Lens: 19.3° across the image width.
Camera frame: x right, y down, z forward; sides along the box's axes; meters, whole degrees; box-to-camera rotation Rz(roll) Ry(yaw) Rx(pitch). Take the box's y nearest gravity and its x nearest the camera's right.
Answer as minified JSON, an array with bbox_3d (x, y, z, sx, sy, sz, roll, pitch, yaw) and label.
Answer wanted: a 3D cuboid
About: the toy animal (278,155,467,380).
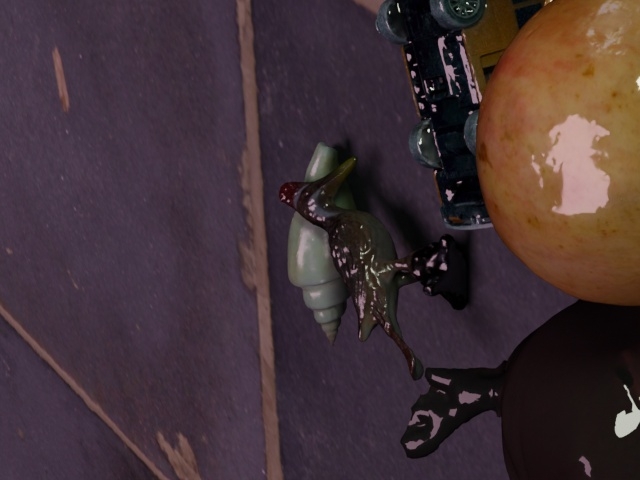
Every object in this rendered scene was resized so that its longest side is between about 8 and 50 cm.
[{"bbox_3d":[0.036,0.011,1.445,0.202,0.105,0.070,42,-179,28],"label":"toy animal"}]

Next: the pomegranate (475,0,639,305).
[{"bbox_3d":[0.180,-0.057,1.046,0.191,0.191,0.191,41,143,40],"label":"pomegranate"}]

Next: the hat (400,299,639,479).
[{"bbox_3d":[0.189,0.128,1.144,0.238,0.209,0.336,61,151,17],"label":"hat"}]

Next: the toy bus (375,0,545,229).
[{"bbox_3d":[0.111,-0.105,1.213,0.091,0.103,0.182,-6,100,62],"label":"toy bus"}]

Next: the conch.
[{"bbox_3d":[0.007,0.001,1.539,0.088,0.065,0.180,-66,-23,-70],"label":"conch"}]
